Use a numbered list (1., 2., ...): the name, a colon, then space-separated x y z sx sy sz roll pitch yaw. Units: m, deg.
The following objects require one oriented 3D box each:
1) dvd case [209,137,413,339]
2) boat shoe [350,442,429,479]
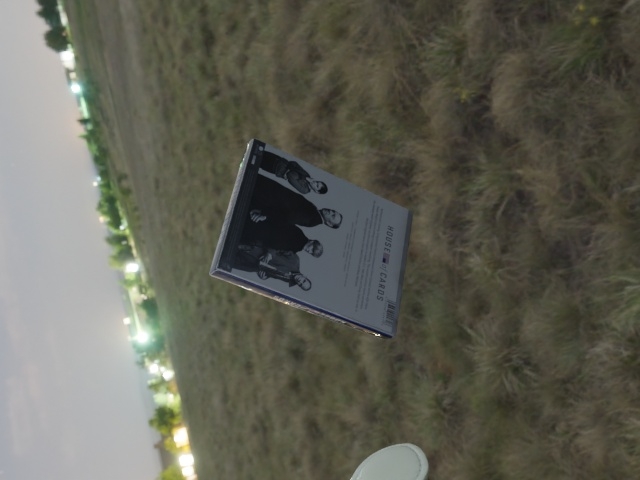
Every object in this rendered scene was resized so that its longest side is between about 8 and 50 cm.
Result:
1. dvd case: 0.000 0.000 0.822 0.029 0.238 0.179 -33 39 55
2. boat shoe: 0.094 0.345 0.801 0.305 0.109 0.091 -66 -47 -78
